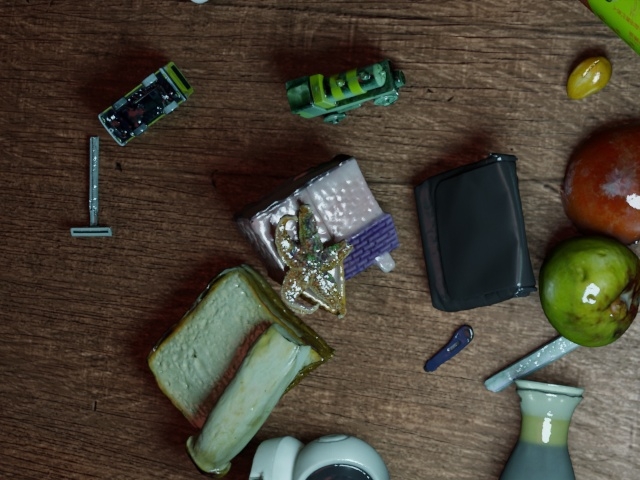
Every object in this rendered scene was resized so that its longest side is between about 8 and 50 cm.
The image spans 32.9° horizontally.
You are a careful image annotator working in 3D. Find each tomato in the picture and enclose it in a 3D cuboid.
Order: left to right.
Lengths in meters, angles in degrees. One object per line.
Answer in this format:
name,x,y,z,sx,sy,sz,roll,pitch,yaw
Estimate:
tomato,0.496,-0.102,1.772,0.228,0.112,0.199,-35,72,16

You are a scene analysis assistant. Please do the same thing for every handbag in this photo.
handbag,0.269,-0.010,1.849,0.223,0.080,0.247,-17,79,50

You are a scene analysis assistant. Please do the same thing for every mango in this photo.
mango,0.452,-0.274,1.833,0.089,0.046,0.060,-47,71,20

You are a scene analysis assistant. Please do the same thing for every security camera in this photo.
security camera,0.011,0.440,1.929,0.236,0.194,0.195,-5,85,19

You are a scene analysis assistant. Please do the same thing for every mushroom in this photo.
mushroom,-0.138,0.293,1.958,0.100,0.081,0.312,36,102,8

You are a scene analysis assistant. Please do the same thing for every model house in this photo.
model house,0.000,0.000,1.965,0.237,0.202,0.237,-33,99,-16

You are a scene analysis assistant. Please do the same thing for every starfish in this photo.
starfish,-0.012,0.043,1.840,0.150,0.053,0.210,-33,103,0

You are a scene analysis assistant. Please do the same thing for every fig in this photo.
fig,0.432,0.071,1.754,0.181,0.181,0.191,-63,26,10

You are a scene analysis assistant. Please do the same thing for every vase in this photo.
vase,0.358,0.394,1.784,0.173,0.173,0.321,5,86,25

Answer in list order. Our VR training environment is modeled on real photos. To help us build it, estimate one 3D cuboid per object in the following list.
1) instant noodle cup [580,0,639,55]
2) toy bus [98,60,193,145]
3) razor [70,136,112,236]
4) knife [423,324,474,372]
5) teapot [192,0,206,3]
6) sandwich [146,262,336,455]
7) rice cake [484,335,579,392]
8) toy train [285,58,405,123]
instant noodle cup,0.526,-0.428,1.703,0.308,0.294,0.294,46,106,27
toy bus,-0.347,-0.274,2.169,0.175,0.101,0.088,-32,104,20
razor,-0.473,-0.113,2.262,0.084,0.036,0.211,0,81,1
knife,0.227,0.195,1.929,0.121,0.018,0.031,-43,79,18
teapot,-0.265,-0.600,2.124,0.208,0.166,0.300,-21,69,10
sandwich,-0.164,0.224,2.061,0.301,0.099,0.271,-47,71,16
rice cake,0.374,0.202,1.853,0.207,0.033,0.033,-34,76,20
toy train,0.049,-0.274,1.971,0.200,0.132,0.083,-17,81,25
